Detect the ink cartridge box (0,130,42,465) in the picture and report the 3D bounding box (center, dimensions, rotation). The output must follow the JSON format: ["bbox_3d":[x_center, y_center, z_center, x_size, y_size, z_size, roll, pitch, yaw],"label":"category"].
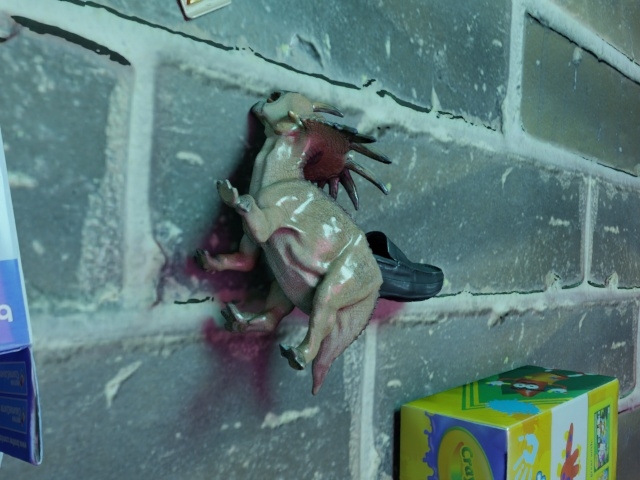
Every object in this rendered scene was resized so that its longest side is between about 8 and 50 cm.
[{"bbox_3d":[-0.220,-0.040,0.337,0.065,0.185,0.311,-11,89,-43],"label":"ink cartridge box"}]

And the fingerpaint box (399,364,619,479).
[{"bbox_3d":[0.274,0.429,0.930,0.371,0.163,0.445,-1,92,-47],"label":"fingerpaint box"}]

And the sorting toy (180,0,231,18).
[{"bbox_3d":[-0.103,-0.249,0.612,0.083,0.012,0.062,-39,118,-38],"label":"sorting toy"}]

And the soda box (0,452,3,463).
[{"bbox_3d":[-0.294,0.133,0.394,0.183,0.058,0.063,19,78,-46],"label":"soda box"}]

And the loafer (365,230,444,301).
[{"bbox_3d":[0.069,0.029,0.760,0.223,0.076,0.078,5,95,-43],"label":"loafer"}]

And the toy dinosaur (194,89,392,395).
[{"bbox_3d":[0.000,0.000,0.626,0.200,0.127,0.296,-29,103,-33],"label":"toy dinosaur"}]
